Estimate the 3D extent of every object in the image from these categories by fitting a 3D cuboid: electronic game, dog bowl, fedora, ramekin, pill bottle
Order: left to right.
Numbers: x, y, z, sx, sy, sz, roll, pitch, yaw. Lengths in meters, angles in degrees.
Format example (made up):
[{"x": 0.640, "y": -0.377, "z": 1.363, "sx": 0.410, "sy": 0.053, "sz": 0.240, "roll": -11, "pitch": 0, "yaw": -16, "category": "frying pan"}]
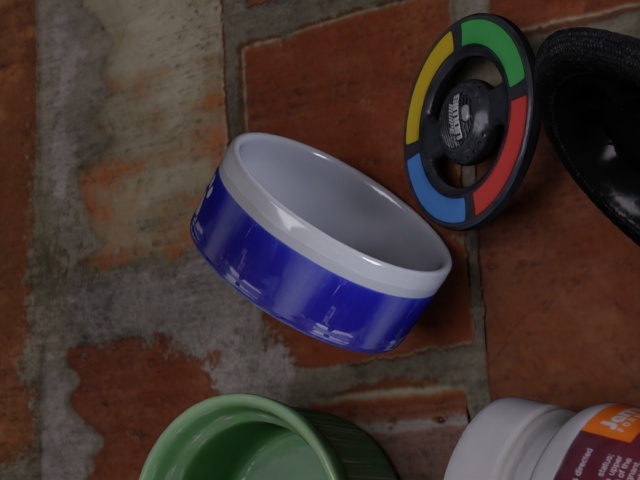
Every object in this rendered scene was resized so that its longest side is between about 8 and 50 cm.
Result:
[{"x": -0.049, "y": 0.320, "z": 1.715, "sx": 0.303, "sy": 0.148, "sz": 0.304, "roll": -6, "pitch": 80, "yaw": 37, "category": "ramekin"}, {"x": 0.000, "y": 0.000, "z": 1.649, "sx": 0.265, "sy": 0.265, "sz": 0.104, "roll": 44, "pitch": 113, "yaw": 33, "category": "dog bowl"}, {"x": 0.155, "y": -0.124, "z": 1.643, "sx": 0.229, "sy": 0.048, "sz": 0.229, "roll": -21, "pitch": 66, "yaw": 57, "category": "electronic game"}, {"x": 0.316, "y": 0.269, "z": 1.392, "sx": 0.392, "sy": 0.224, "sz": 0.224, "roll": 11, "pitch": 90, "yaw": 38, "category": "pill bottle"}, {"x": 0.353, "y": -0.105, "z": 1.437, "sx": 0.152, "sy": 0.334, "sz": 0.334, "roll": -39, "pitch": 54, "yaw": -15, "category": "fedora"}]
